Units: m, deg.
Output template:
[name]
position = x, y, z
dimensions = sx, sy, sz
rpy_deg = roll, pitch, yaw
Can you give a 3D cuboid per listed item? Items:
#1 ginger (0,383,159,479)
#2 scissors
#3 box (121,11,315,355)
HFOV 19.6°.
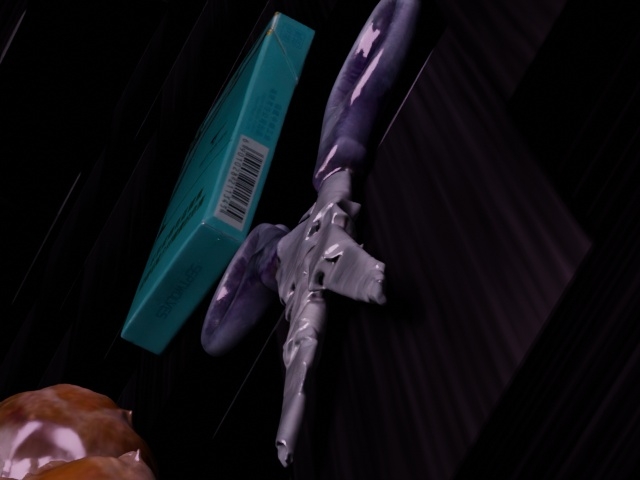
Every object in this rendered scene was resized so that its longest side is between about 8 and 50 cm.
[ginger]
position = -0.171, 0.199, 0.963
dimensions = 0.256, 0.176, 0.375
rpy_deg = -49, 10, -7
[scissors]
position = 0.000, 0.000, 0.983
dimensions = 0.256, 0.029, 0.383
rpy_deg = -60, 10, 13
[box]
position = -0.076, -0.045, 1.391
dimensions = 0.161, 0.042, 0.226
rpy_deg = -50, 18, 46
